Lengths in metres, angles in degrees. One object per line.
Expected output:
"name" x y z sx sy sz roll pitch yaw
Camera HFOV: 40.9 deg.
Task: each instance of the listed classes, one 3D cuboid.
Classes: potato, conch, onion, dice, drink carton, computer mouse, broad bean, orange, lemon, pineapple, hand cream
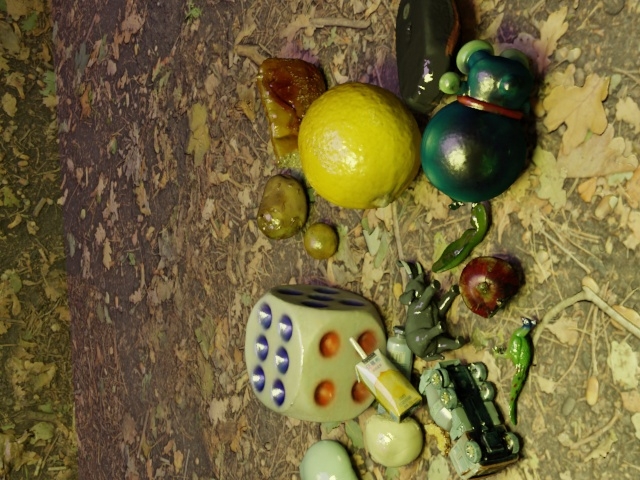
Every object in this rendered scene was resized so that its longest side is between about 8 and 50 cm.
"potato" -0.097 -0.083 2.210 0.137 0.137 0.176 -5 62 53
"conch" 0.029 0.581 2.023 0.221 0.121 0.185 57 160 32
"onion" 0.320 0.084 1.649 0.117 0.118 0.118 -46 49 13
"dice" -0.011 0.252 1.965 0.243 0.251 0.259 18 103 53
"drink carton" 0.127 0.291 1.829 0.200 0.084 0.074 48 167 27
"computer mouse" 0.230 -0.406 1.765 0.183 0.116 0.323 115 158 -59
"broad bean" 0.292 0.002 1.745 0.061 0.046 0.195 48 127 34
"orange" 0.000 0.000 2.106 0.085 0.085 0.095 -25 70 50
"lemon" 0.086 -0.203 1.851 0.293 0.293 0.293 -5 84 53
"pineapple" 0.251 0.409 1.800 0.083 0.019 0.045 56 136 37
"hand cream" 0.164 0.322 1.895 0.091 0.058 0.271 15 104 40

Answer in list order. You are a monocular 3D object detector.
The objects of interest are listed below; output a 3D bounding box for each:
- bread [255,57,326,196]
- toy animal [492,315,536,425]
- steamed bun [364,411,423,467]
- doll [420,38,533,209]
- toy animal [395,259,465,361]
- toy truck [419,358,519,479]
"bread" -0.048 -0.281 2.104 0.109 0.185 0.380 -45 54 50
"toy animal" 0.363 0.243 1.642 0.075 0.041 0.217 22 110 45
"steamed bun" 0.152 0.432 1.840 0.130 0.091 0.112 8 106 20
"doll" 0.298 -0.209 1.619 0.186 0.198 0.322 -113 33 -69
"toy animal" 0.223 0.129 1.798 0.137 0.082 0.269 -41 47 42
"toy truck" 0.280 0.350 1.699 0.257 0.108 0.140 67 149 32
